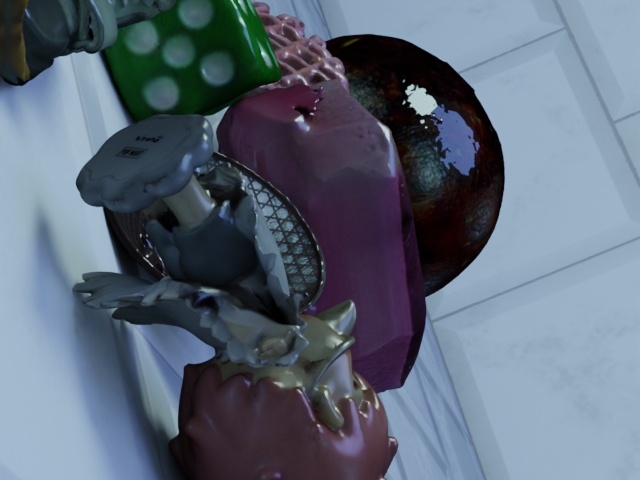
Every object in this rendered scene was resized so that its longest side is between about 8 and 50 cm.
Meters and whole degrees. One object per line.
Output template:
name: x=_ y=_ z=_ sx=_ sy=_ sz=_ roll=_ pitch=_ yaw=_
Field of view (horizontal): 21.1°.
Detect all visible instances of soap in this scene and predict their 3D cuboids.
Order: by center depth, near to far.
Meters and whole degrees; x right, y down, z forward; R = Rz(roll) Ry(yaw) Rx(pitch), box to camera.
soap: x=0.000 y=0.000 z=1.538 sx=0.220 sy=0.127 sz=0.325 roll=50 pitch=-22 yaw=51

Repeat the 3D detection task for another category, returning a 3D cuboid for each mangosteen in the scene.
mangosteen: x=0.027 y=-0.062 z=1.871 sx=0.306 sy=0.359 sz=0.306 roll=41 pitch=-35 yaw=37

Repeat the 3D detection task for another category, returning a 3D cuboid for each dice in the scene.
dice: x=-0.116 y=-0.170 z=1.522 sx=0.128 sy=0.131 sz=0.120 roll=-39 pitch=106 yaw=-81

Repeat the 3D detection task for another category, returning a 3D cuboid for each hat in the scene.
hat: x=-0.098 y=0.015 z=1.342 sx=0.193 sy=0.082 sz=0.193 roll=25 pitch=34 yaw=-18

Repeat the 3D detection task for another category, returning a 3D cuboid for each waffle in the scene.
waffle: x=-0.073 y=-0.189 z=1.713 sx=0.221 sy=0.055 sz=0.234 roll=11 pitch=31 yaw=-25

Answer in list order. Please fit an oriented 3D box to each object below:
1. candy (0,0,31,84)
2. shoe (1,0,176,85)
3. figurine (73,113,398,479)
candy: x=-0.215 y=-0.153 z=0.910 sx=0.143 sy=0.101 sz=0.271 roll=62 pitch=1 yaw=1
shoe: x=-0.161 y=-0.193 z=1.201 sx=0.293 sy=0.149 sz=0.109 roll=-88 pitch=156 yaw=-76
figurine: x=-0.032 y=0.097 z=1.158 sx=0.207 sy=0.166 sz=0.387 roll=5 pitch=-50 yaw=53
